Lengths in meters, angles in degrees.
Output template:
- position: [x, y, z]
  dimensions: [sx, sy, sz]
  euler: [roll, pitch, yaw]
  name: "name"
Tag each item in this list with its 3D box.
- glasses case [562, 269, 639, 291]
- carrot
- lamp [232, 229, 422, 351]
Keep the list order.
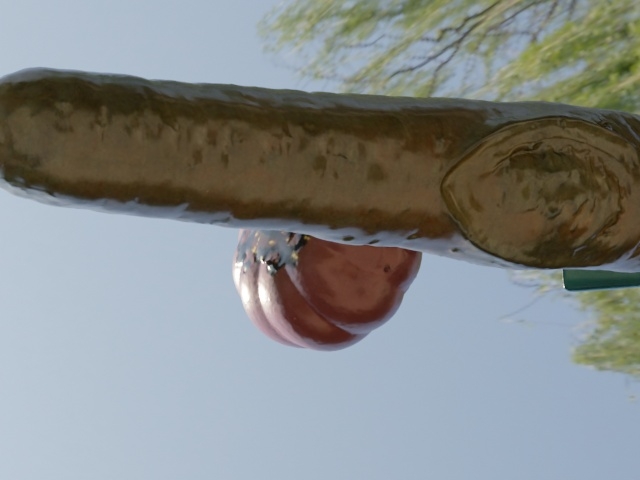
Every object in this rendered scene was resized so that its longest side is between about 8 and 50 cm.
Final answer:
- position: [0.351, -0.001, 1.065]
  dimensions: [0.301, 0.117, 0.070]
  euler: [-4, -92, 21]
  name: "glasses case"
- position: [0.031, -0.024, 0.478]
  dimensions: [0.342, 0.070, 0.070]
  euler: [3, -98, -29]
  name: "carrot"
- position: [0.000, 0.000, 1.083]
  dimensions: [0.140, 0.182, 0.182]
  euler: [26, -105, -33]
  name: "lamp"
